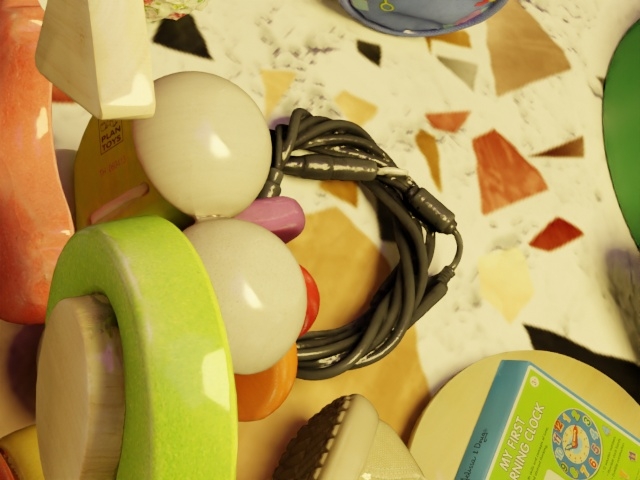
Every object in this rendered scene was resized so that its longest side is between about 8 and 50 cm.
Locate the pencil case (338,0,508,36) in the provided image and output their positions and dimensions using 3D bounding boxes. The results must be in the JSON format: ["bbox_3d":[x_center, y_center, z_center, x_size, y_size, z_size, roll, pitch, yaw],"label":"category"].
[{"bbox_3d":[0.070,-0.293,0.920,0.119,0.133,0.306,36,48,-56],"label":"pencil case"}]

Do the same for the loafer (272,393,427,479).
[{"bbox_3d":[-0.002,0.201,0.677,0.092,0.102,0.268,32,55,-10],"label":"loafer"}]

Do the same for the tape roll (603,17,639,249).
[{"bbox_3d":[0.363,-0.057,1.038,0.321,0.077,0.321,13,63,-27],"label":"tape roll"}]

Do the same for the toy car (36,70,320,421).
[{"bbox_3d":[-0.063,0.009,0.692,0.136,0.159,0.182,3,67,-46],"label":"toy car"}]

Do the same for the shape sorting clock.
[{"bbox_3d":[0.139,0.167,0.819,0.206,0.040,0.206,10,68,-27],"label":"shape sorting clock"}]

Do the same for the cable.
[{"bbox_3d":[0.000,0.000,0.800,0.184,0.047,0.150,-37,92,-37],"label":"cable"}]

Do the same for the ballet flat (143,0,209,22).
[{"bbox_3d":[-0.145,-0.231,0.789,0.241,0.077,0.091,42,54,-9],"label":"ballet flat"}]

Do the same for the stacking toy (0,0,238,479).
[{"bbox_3d":[-0.156,0.030,0.550,0.130,0.279,0.308,-4,71,-28],"label":"stacking toy"}]
